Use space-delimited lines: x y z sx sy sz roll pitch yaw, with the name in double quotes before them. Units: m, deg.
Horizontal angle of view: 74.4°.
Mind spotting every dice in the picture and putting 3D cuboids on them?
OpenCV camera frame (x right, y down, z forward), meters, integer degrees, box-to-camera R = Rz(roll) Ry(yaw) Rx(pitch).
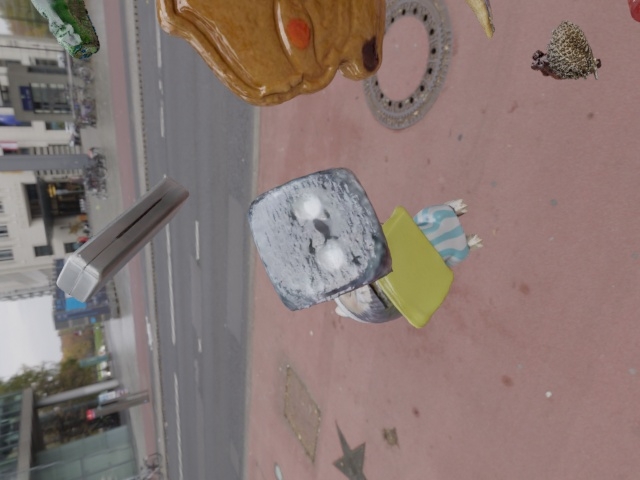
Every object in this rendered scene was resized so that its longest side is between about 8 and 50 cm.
"dice" 0.000 0.000 0.669 0.182 0.182 0.183 84 163 -84

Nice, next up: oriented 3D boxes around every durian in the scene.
"durian" 0.662 -0.484 1.121 0.091 0.148 0.188 -39 70 15

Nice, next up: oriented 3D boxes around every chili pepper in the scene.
"chili pepper" -0.471 -0.432 0.737 0.061 0.098 0.224 -18 109 36

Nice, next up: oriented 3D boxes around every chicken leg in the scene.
"chicken leg" 0.709 -0.511 1.230 0.089 0.219 0.048 121 155 -55

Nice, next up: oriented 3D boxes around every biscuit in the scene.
"biscuit" -0.060 -0.422 0.711 0.078 0.456 0.349 1 116 55

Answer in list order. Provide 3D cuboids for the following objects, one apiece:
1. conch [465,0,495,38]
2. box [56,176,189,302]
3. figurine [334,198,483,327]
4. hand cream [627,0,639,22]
"conch" 0.235 -0.517 0.770 0.330 0.093 0.109 55 -155 -31
"box" -0.313 -0.010 0.691 0.055 0.243 0.103 40 129 -12
"figurine" 0.156 0.054 1.114 0.378 0.362 0.266 -12 103 56
"hand cream" 0.890 -0.669 1.072 0.193 0.193 0.125 -30 54 58
